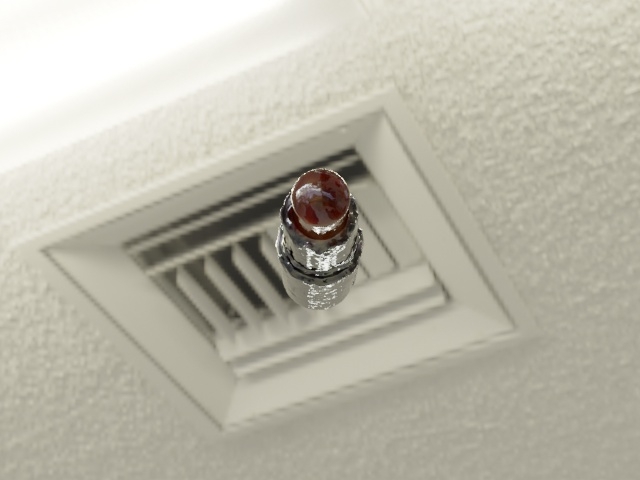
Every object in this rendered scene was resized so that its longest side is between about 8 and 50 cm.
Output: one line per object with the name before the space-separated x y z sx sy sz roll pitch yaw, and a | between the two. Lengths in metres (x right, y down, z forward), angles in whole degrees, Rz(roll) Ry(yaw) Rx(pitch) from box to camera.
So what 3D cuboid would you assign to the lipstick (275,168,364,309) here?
lipstick | 0.000 0.000 1.206 0.081 0.081 0.300 -4 -15 -2
